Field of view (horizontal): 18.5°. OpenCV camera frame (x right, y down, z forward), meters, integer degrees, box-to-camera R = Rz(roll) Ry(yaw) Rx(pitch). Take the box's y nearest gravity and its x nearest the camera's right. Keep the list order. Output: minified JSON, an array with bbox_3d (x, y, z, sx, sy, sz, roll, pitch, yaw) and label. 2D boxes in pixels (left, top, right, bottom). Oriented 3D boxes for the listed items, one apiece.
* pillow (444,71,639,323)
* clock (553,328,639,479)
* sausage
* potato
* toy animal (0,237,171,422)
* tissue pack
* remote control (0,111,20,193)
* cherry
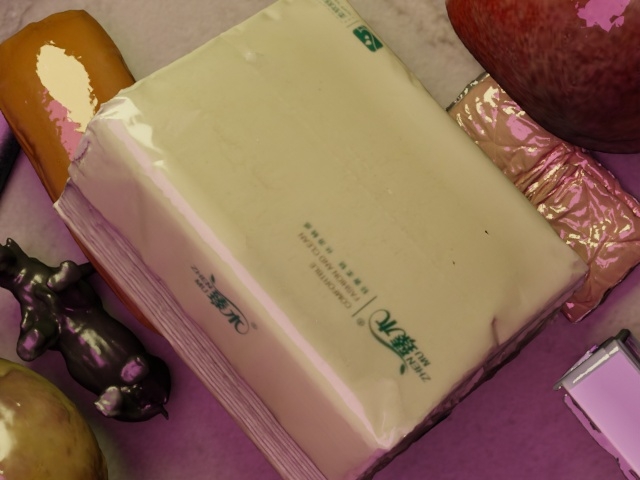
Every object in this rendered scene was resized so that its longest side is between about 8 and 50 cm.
[{"bbox_3d":[0.199,-0.045,1.799,0.126,0.043,0.232,-42,85,16],"label":"pillow"},{"bbox_3d":[0.277,0.152,1.707,0.073,0.193,0.144,-40,84,9],"label":"clock"},{"bbox_3d":[-0.181,-0.045,1.845,0.134,0.116,0.354,-28,84,-28],"label":"sausage"},{"bbox_3d":[-0.329,0.241,1.795,0.289,0.301,0.237,-31,88,4],"label":"potato"},{"bbox_3d":[-0.237,0.086,1.848,0.114,0.146,0.245,-34,86,2],"label":"toy animal"},{"bbox_3d":[0.000,0.000,1.712,0.380,0.207,0.297,47,55,6],"label":"tissue pack"},{"bbox_3d":[-0.404,0.031,1.937,0.107,0.044,0.377,27,97,15],"label":"remote control"},{"bbox_3d":[0.237,-0.198,1.700,0.206,0.239,0.239,-41,83,4],"label":"cherry"}]
